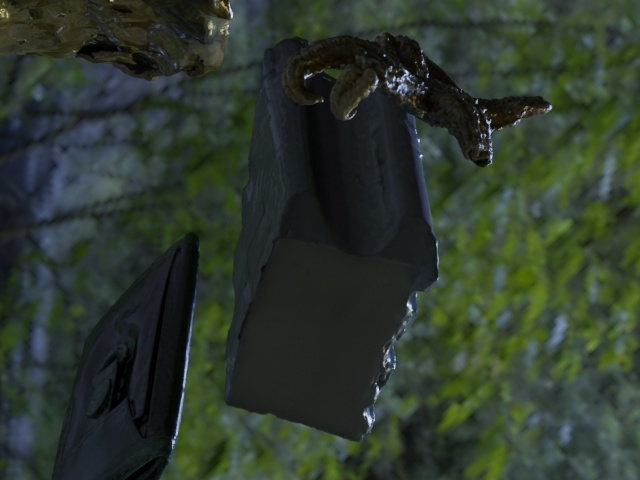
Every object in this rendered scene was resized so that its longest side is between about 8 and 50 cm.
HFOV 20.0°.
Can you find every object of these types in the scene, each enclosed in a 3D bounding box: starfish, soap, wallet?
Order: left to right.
[{"bbox_3d":[-0.148,0.115,1.379,0.055,0.160,0.236,28,37,-22],"label":"wallet"},{"bbox_3d":[0.000,0.000,1.733,0.159,0.258,0.302,8,40,-9],"label":"soap"},{"bbox_3d":[0.068,-0.098,1.133,0.210,0.053,0.150,8,34,-37],"label":"starfish"}]

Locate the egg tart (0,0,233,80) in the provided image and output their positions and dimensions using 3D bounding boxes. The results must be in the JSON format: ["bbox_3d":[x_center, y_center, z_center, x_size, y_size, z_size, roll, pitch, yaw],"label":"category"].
[{"bbox_3d":[-0.175,-0.193,0.795,0.352,0.150,0.352,46,-17,19],"label":"egg tart"}]
